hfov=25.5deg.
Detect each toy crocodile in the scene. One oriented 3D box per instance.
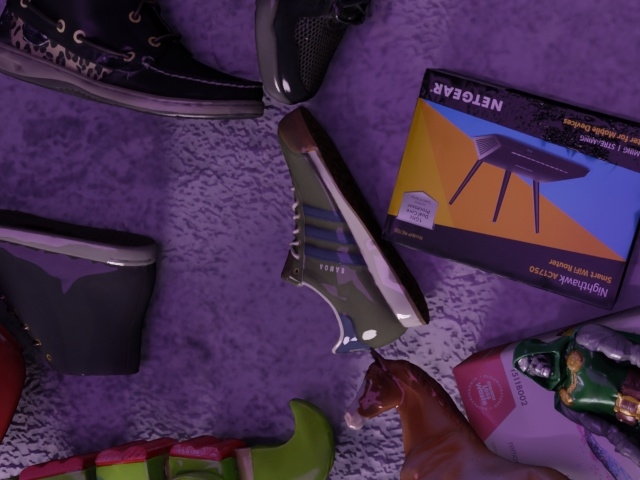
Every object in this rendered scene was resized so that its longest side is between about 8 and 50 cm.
[{"bbox_3d":[-0.149,0.201,1.129,0.340,0.115,0.105,-11,86,18],"label":"toy crocodile"}]

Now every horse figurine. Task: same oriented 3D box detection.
[{"bbox_3d":[0.113,0.201,0.974,0.263,0.066,0.174,20,77,31],"label":"horse figurine"}]

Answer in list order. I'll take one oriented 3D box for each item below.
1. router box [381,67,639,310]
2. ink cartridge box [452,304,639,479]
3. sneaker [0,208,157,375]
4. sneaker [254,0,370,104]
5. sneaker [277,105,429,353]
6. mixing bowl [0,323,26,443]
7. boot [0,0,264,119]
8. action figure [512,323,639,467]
[{"bbox_3d":[0.148,-0.040,1.033,0.179,0.046,0.133,17,102,17],"label":"router box"},{"bbox_3d":[0.209,0.114,1.018,0.198,0.067,0.115,-19,89,20],"label":"ink cartridge box"},{"bbox_3d":[-0.246,0.042,1.160,0.222,0.083,0.118,10,100,17],"label":"sneaker"},{"bbox_3d":[0.032,-0.201,1.035,0.130,0.087,0.228,21,97,23],"label":"sneaker"},{"bbox_3d":[0.000,0.000,1.079,0.086,0.064,0.192,-31,89,15],"label":"sneaker"},{"bbox_3d":[-0.309,0.096,1.160,0.181,0.181,0.098,39,73,11],"label":"mixing bowl"},{"bbox_3d":[-0.142,-0.193,1.098,0.236,0.085,0.179,15,98,18],"label":"boot"},{"bbox_3d":[0.235,0.113,0.935,0.232,0.063,0.137,20,115,26],"label":"action figure"}]
